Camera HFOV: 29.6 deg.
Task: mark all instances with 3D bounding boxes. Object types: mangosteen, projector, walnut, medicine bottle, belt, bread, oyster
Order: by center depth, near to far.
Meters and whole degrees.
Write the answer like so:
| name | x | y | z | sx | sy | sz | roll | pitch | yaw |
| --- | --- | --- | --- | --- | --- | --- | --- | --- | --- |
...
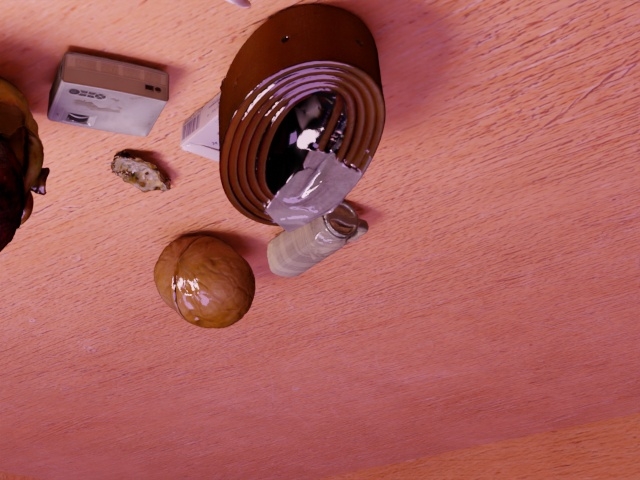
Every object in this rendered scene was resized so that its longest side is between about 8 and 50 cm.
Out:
| name | x | y | z | sx | sy | sz | roll | pitch | yaw |
| --- | --- | --- | --- | --- | --- | --- | --- | --- | --- |
| mangosteen | -0.477 | -0.069 | 1.616 | 0.265 | 0.228 | 0.228 | -16 | 171 | -43 |
| belt | -0.028 | -0.160 | 1.645 | 0.217 | 0.122 | 0.339 | 7 | 140 | -14 |
| projector | -0.295 | -0.204 | 1.686 | 0.147 | 0.061 | 0.115 | 9 | 153 | -20 |
| bread | -0.511 | -0.184 | 1.703 | 0.233 | 0.088 | 0.161 | 4 | 151 | -2 |
| medicine bottle | -0.084 | -0.160 | 1.802 | 0.201 | 0.052 | 0.171 | 18 | 149 | -33 |
| oyster | -0.286 | -0.107 | 1.941 | 0.086 | 0.029 | 0.132 | 4 | 159 | 5 |
| walnut | -0.207 | 0.074 | 2.188 | 0.167 | 0.167 | 0.207 | -11 | 151 | 23 |

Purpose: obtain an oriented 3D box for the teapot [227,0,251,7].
| name | x | y | z | sx | sy | sz | roll | pitch | yaw |
| --- | --- | --- | --- | --- | --- | --- | --- | --- | --- |
| teapot | -0.153 | -0.343 | 1.321 | 0.226 | 0.092 | 0.145 | 25 | -176 | -25 |

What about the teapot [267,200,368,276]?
| name | x | y | z | sx | sy | sz | roll | pitch | yaw |
| --- | --- | --- | --- | --- | --- | --- | --- | --- | --- |
| teapot | 0.000 | 0.000 | 2.124 | 0.107 | 0.077 | 0.200 | 10 | 154 | -30 |
